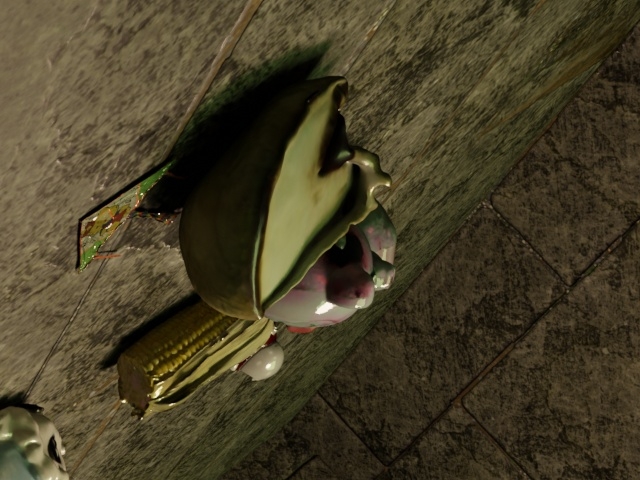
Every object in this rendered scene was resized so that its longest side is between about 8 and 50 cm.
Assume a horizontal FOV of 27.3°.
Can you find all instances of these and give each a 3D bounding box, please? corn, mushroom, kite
[{"bbox_3d":[-0.191,0.166,2.023,0.305,0.123,0.122,-32,167,-44],"label":"corn"},{"bbox_3d":[-0.063,-0.079,1.558,0.292,0.212,0.217,-33,127,-37],"label":"mushroom"},{"bbox_3d":[-0.208,-0.032,1.492,0.198,0.006,0.244,-47,169,15],"label":"kite"}]

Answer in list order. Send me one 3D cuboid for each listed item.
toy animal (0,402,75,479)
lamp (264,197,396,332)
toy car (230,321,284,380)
[{"bbox_3d":[-0.417,0.327,1.735,0.204,0.156,0.208,-33,170,-29],"label":"toy animal"},{"bbox_3d":[0.000,0.000,1.937,0.301,0.247,0.247,-37,139,-63],"label":"lamp"},{"bbox_3d":[-0.118,0.205,2.489,0.139,0.112,0.112,-47,169,24],"label":"toy car"}]
